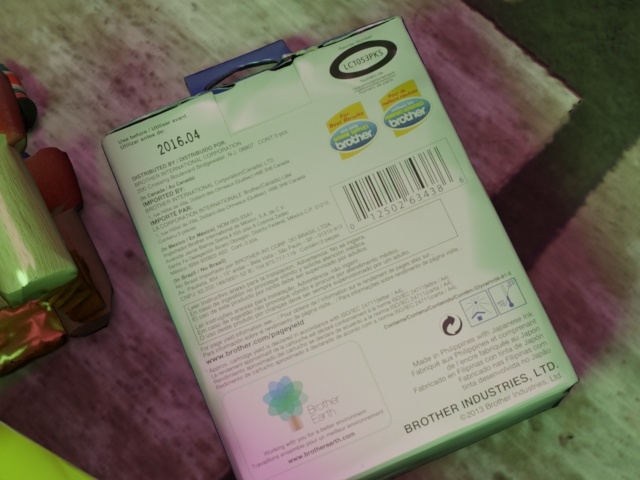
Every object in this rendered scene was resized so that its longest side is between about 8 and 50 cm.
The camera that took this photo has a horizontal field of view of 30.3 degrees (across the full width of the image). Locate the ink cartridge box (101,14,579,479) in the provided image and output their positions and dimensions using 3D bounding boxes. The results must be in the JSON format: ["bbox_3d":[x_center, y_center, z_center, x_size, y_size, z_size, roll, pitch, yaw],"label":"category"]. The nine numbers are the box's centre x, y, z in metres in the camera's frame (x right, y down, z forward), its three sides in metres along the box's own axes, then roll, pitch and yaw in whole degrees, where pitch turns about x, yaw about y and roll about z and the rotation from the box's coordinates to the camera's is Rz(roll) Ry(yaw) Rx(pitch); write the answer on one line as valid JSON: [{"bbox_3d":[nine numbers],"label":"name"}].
[{"bbox_3d":[0.000,0.000,0.966,0.270,0.151,0.396,-23,76,-5],"label":"ink cartridge box"}]

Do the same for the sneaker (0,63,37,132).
[{"bbox_3d":[-0.339,-0.105,1.066,0.161,0.057,0.075,-29,58,-5],"label":"sneaker"}]

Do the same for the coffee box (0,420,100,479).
[{"bbox_3d":[-0.254,0.327,0.705,0.337,0.334,0.338,31,51,-1],"label":"coffee box"}]

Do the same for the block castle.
[{"bbox_3d":[-0.400,0.045,0.893,0.453,0.303,0.213,-27,81,-6],"label":"block castle"}]
